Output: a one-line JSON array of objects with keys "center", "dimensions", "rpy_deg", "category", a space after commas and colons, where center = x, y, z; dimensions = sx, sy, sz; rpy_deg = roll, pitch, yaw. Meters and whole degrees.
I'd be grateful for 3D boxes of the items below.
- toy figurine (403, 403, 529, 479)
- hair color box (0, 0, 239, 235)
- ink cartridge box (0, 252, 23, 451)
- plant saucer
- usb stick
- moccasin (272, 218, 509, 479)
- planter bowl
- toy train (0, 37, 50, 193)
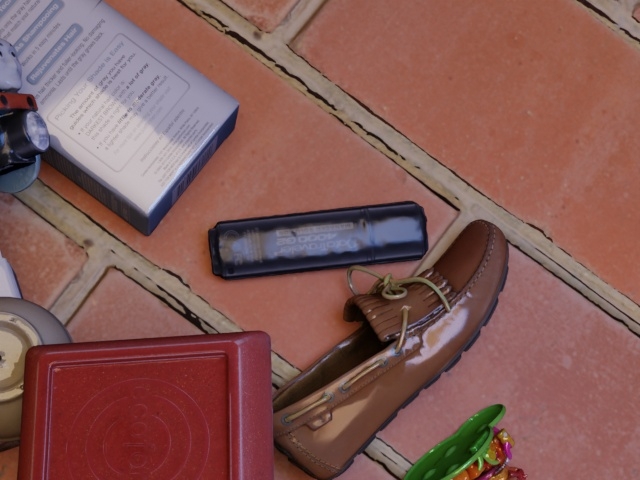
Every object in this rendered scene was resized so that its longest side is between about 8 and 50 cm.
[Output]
[{"center": [0.208, 0.310, 1.655], "dimensions": [0.173, 0.130, 0.159], "rpy_deg": [-41, 99, -37], "category": "toy figurine"}, {"center": [-0.305, -0.196, 1.690], "dimensions": [0.374, 0.113, 0.185], "rpy_deg": [37, 76, 2], "category": "hair color box"}, {"center": [-0.487, 0.136, 1.584], "dimensions": [0.310, 0.130, 0.271], "rpy_deg": [-17, 80, -11], "category": "ink cartridge box"}, {"center": [-0.177, 0.207, 1.351], "dimensions": [0.259, 0.047, 0.258], "rpy_deg": [-4, 63, 3], "category": "plant saucer"}, {"center": [0.000, 0.000, 1.717], "dimensions": [0.278, 0.045, 0.077], "rpy_deg": [-6, 86, -8], "category": "usb stick"}, {"center": [0.078, 0.110, 1.654], "dimensions": [0.380, 0.139, 0.147], "rpy_deg": [-43, 107, -5], "category": "moccasin"}, {"center": [-0.344, 0.132, 1.481], "dimensions": [0.162, 0.109, 0.162], "rpy_deg": [2, 76, -8], "category": "planter bowl"}, {"center": [-0.473, -0.117, 1.588], "dimensions": [0.334, 0.142, 0.190], "rpy_deg": [-18, 89, 21], "category": "toy train"}]
